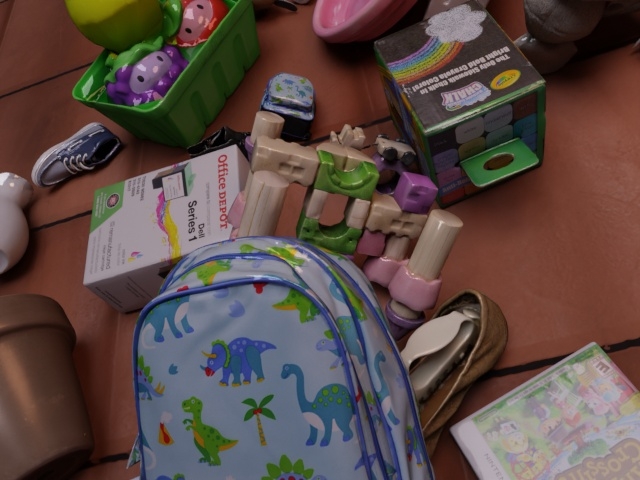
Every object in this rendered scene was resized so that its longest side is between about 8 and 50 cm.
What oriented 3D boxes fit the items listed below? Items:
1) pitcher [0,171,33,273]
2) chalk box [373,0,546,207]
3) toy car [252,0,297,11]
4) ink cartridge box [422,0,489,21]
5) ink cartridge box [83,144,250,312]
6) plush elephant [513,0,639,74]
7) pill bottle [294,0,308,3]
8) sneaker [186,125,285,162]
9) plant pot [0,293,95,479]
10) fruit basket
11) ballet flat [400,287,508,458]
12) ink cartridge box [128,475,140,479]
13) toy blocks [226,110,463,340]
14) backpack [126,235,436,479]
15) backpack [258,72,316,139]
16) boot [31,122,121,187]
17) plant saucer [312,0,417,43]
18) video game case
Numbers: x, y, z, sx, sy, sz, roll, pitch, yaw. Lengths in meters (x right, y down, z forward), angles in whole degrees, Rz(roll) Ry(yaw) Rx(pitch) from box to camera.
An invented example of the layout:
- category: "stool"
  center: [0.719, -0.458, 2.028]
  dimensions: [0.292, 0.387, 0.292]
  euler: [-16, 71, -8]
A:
- category: "pitcher"
  center: [-0.657, -0.014, 1.150]
  dimensions: [0.177, 0.125, 0.207]
  euler: [-40, 40, 18]
- category: "chalk box"
  center: [0.221, -0.186, 0.877]
  dimensions: [0.180, 0.179, 0.289]
  euler: [-22, 54, 5]
- category: "toy car"
  center: [-0.137, -0.573, 1.290]
  dimensions: [0.188, 0.155, 0.149]
  euler: [20, 67, 20]
- category: "ink cartridge box"
  center: [0.279, -0.527, 1.067]
  dimensions: [0.100, 0.172, 0.237]
  euler: [18, 64, -1]
- category: "ink cartridge box"
  center: [-0.238, -0.020, 0.980]
  dimensions: [0.278, 0.117, 0.202]
  euler: [-16, 54, 10]
- category: "plush elephant"
  center: [0.395, -0.404, 0.895]
  dimensions: [0.255, 0.272, 0.330]
  euler: [-18, 75, -22]
- category: "pill bottle"
  center: [-0.024, -0.598, 1.307]
  dimensions: [0.067, 0.067, 0.120]
  euler: [19, 67, 30]
- category: "sneaker"
  center: [-0.153, -0.178, 1.068]
  dimensions: [0.170, 0.089, 0.051]
  euler: [-29, 53, 1]
- category: "plant pot"
  center: [-0.447, 0.245, 0.832]
  dimensions: [0.263, 0.263, 0.229]
  euler: [-37, 72, -5]
- category: "fruit basket"
  center: [-0.330, -0.412, 1.120]
  dimensions: [0.282, 0.392, 0.392]
  euler: [16, 66, 29]
- category: "ballet flat"
  center: [0.106, 0.188, 0.695]
  dimensions: [0.342, 0.124, 0.116]
  euler: [-46, 44, -15]
- category: "ink cartridge box"
  center: [-0.123, 0.356, 0.729]
  dimensions: [0.310, 0.065, 0.186]
  euler: [-22, 54, 4]
- category: "toy blocks"
  center: [0.000, 0.000, 0.825]
  dimensions: [0.288, 0.260, 0.309]
  euler: [11, 28, -14]
- category: "backpack"
  center: [-0.037, 0.170, 0.558]
  dimensions: [0.289, 0.273, 0.356]
  euler: [-9, 73, 22]
- category: "backpack"
  center: [-0.057, -0.260, 1.078]
  dimensions: [0.104, 0.084, 0.114]
  euler: [12, 47, -10]
- category: "boot"
  center: [-0.510, -0.171, 1.212]
  dimensions: [0.086, 0.069, 0.190]
  euler: [32, 72, 37]
- category: "plant saucer"
  center: [0.119, -0.513, 1.116]
  dimensions: [0.332, 0.084, 0.332]
  euler: [-38, 36, 34]
- category: "video game case"
  center: [0.289, 0.247, 0.663]
  dimensions: [0.212, 0.023, 0.193]
  euler: [-31, 53, 0]
